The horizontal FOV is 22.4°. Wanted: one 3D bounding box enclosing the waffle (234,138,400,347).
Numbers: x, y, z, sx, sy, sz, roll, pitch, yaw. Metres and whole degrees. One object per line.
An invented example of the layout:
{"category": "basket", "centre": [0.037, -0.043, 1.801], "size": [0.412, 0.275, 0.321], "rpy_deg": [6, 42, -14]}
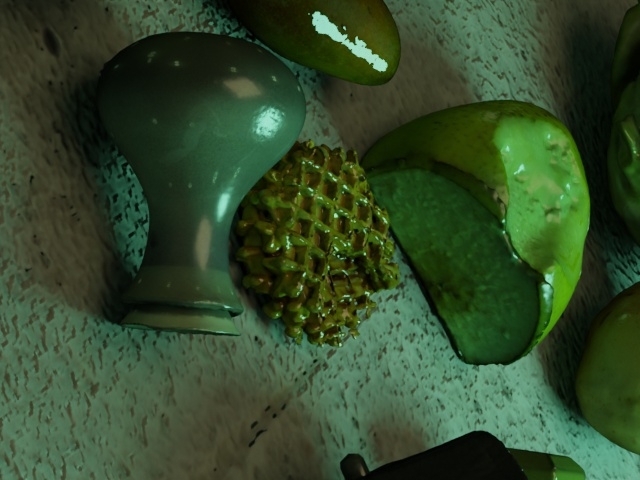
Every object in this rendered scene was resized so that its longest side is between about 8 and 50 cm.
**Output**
{"category": "waffle", "centre": [0.000, 0.000, 1.557], "size": [0.197, 0.070, 0.193], "rpy_deg": [56, 43, -21]}

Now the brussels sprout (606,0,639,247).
{"category": "brussels sprout", "centre": [0.536, -0.111, 2.024], "size": [0.361, 0.342, 0.425], "rpy_deg": [54, 41, -64]}

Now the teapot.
{"category": "teapot", "centre": [-0.107, -0.045, 1.382], "size": [0.183, 0.183, 0.251], "rpy_deg": [10, 82, -47]}

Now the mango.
{"category": "mango", "centre": [-0.021, -0.243, 1.573], "size": [0.267, 0.111, 0.133], "rpy_deg": [43, 45, -33]}

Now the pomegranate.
{"category": "pomegranate", "centre": [0.409, 0.146, 1.872], "size": [0.233, 0.233, 0.233], "rpy_deg": [18, 66, -45]}

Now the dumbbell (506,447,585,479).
{"category": "dumbbell", "centre": [0.187, 0.357, 1.597], "size": [0.108, 0.121, 0.302], "rpy_deg": [12, 80, -21]}

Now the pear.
{"category": "pear", "centre": [0.203, -0.036, 1.739], "size": [0.292, 0.159, 0.292], "rpy_deg": [22, 60, -46]}

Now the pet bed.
{"category": "pet bed", "centre": [0.086, 0.259, 1.450], "size": [0.211, 0.183, 0.159], "rpy_deg": [-20, 107, -15]}
